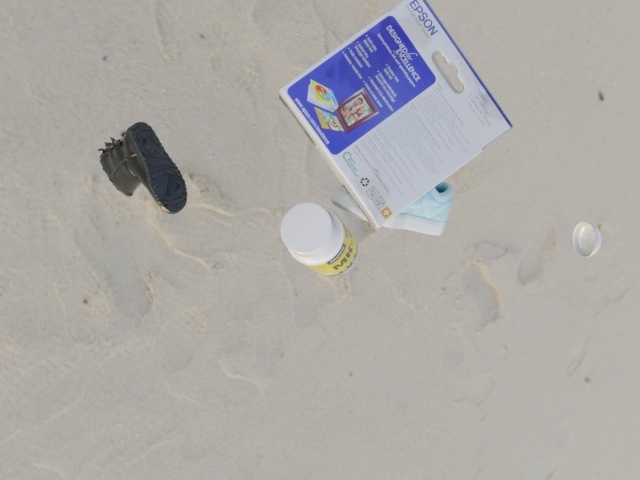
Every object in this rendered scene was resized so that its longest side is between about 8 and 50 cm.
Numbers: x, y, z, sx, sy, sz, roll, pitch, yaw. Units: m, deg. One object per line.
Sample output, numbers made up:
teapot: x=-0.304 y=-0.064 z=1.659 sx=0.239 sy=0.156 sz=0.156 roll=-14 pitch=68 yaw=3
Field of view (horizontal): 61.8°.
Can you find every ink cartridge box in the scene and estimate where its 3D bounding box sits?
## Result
ink cartridge box: x=0.134 y=-0.231 z=0.968 sx=0.307 sy=0.072 sz=0.303 roll=-37 pitch=95 yaw=-5

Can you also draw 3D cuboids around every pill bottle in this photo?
pill bottle: x=0.000 y=0.000 z=1.070 sx=0.119 sy=0.119 sz=0.208 roll=-54 pitch=160 yaw=-1

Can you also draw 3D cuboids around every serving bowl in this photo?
serving bowl: x=0.618 y=-0.003 z=1.232 sx=0.027 sy=0.083 sz=0.083 roll=-1 pitch=109 yaw=-11

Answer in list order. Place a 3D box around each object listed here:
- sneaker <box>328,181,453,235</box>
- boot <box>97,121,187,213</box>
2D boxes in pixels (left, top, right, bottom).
sneaker: x=0.167 y=-0.109 z=1.181 sx=0.366 sy=0.135 sz=0.150 roll=6 pitch=105 yaw=-48
boot: x=-0.219 y=-0.078 z=0.652 sx=0.045 sy=0.099 sz=0.121 roll=-32 pitch=99 yaw=-44
